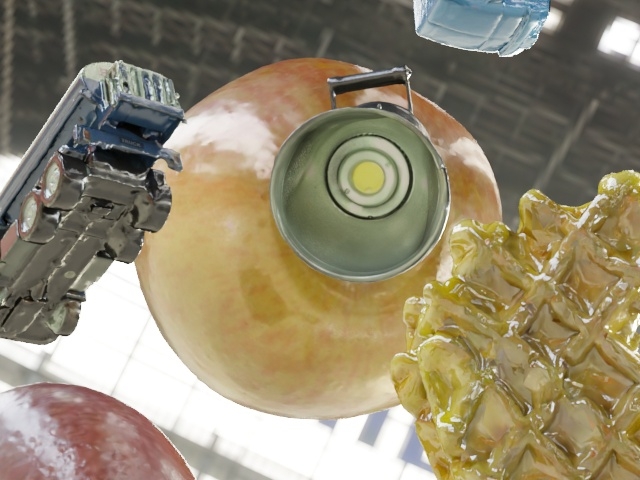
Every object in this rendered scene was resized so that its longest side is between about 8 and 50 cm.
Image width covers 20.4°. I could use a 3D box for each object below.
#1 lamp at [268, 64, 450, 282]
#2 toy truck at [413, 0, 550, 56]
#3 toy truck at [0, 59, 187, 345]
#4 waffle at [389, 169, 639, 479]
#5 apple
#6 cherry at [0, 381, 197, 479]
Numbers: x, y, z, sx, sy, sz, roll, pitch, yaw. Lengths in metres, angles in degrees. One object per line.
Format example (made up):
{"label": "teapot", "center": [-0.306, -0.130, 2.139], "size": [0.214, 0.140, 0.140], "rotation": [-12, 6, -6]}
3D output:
{"label": "lamp", "center": [0.046, -0.052, 1.547], "size": [0.147, 0.172, 0.227], "rotation": [-10, 10, 9]}
{"label": "toy truck", "center": [0.187, -0.413, 2.123], "size": [0.162, 0.385, 0.161], "rotation": [0, -15, -11]}
{"label": "toy truck", "center": [-0.149, -0.024, 1.044], "size": [0.074, 0.088, 0.201], "rotation": [13, -44, -32]}
{"label": "waffle", "center": [0.202, 0.123, 1.215], "size": [0.324, 0.261, 0.151], "rotation": [63, 1, 19]}
{"label": "apple", "center": [0.000, 0.000, 1.823], "size": [0.391, 0.391, 0.346], "rotation": [31, -8, -16]}
{"label": "cherry", "center": [-0.198, 0.248, 1.414], "size": [0.221, 0.261, 0.307], "rotation": [5, 9, -41]}
